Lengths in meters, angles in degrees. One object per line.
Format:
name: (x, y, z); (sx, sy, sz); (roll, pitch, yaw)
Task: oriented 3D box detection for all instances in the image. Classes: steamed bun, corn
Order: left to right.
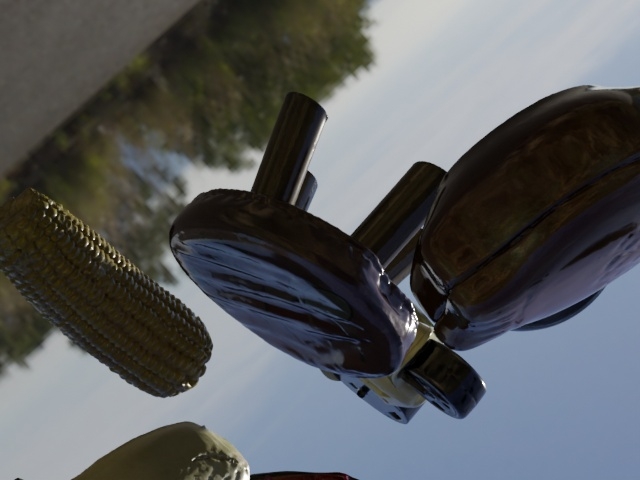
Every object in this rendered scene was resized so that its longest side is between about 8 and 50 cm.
corn: (-0.280, 0.071, 1.870); (0.131, 0.344, 0.131); (-33, -149, 23)
steamed bun: (-0.161, 0.288, 1.453); (0.239, 0.153, 0.170); (-26, 147, -56)

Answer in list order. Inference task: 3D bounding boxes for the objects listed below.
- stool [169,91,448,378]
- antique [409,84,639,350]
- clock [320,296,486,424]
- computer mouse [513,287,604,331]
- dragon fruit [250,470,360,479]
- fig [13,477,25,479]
stool: (0.000, 0.000, 1.505); (0.178, 0.272, 0.272); (-58, -169, -22)
antique: (0.191, -0.029, 1.160); (0.278, 0.129, 0.223); (-30, 163, -10)
clock: (0.061, 0.134, 1.943); (0.120, 0.276, 0.379); (-49, -178, -15)
computer mouse: (0.318, 0.045, 1.986); (0.233, 0.096, 0.137); (-37, -150, 19)
dragon fruit: (-0.051, 0.363, 1.649); (0.343, 0.282, 0.100); (-65, 175, -66)
fig: (-0.296, 0.386, 1.685); (0.195, 0.244, 0.195); (-9, 169, -2)
